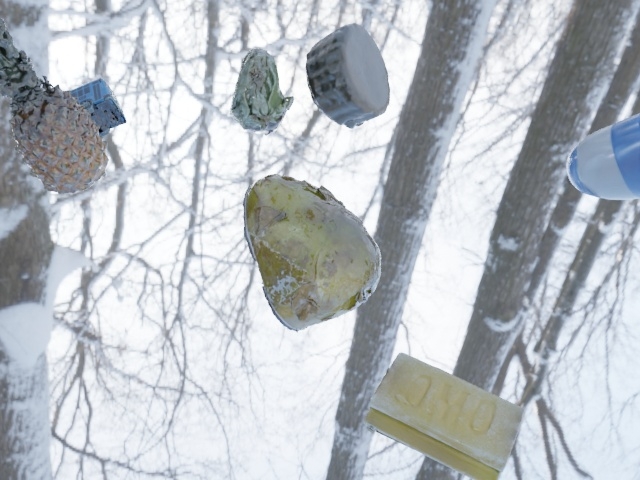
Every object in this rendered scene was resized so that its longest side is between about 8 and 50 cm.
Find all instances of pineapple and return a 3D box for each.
[{"bbox_3d":[-0.538,-0.258,1.351,0.174,0.361,0.175,-9,-137,8],"label":"pineapple"}]

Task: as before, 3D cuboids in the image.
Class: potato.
[{"bbox_3d":[0.000,0.000,1.331,0.246,0.196,0.300,-1,-110,-64],"label":"potato"}]

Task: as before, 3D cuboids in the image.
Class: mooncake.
[{"bbox_3d":[0.064,-0.377,1.645,0.124,0.228,0.228,-16,-159,33],"label":"mooncake"}]

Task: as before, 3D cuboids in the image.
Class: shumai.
[{"bbox_3d":[-0.123,-0.329,1.586,0.141,0.184,0.184,18,-146,-13],"label":"shumai"}]

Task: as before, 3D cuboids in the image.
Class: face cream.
[{"bbox_3d":[0.421,-0.106,0.829,0.263,0.149,0.083,-11,-127,39],"label":"face cream"}]

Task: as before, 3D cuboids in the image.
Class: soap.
[{"bbox_3d":[0.242,0.345,1.383,0.274,0.089,0.173,23,-139,16],"label":"soap"}]

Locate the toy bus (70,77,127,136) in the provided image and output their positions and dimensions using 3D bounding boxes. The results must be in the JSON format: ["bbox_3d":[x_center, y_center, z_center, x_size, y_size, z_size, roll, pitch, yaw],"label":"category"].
[{"bbox_3d":[-0.530,-0.278,1.554,0.184,0.090,0.106,-22,-129,0],"label":"toy bus"}]
